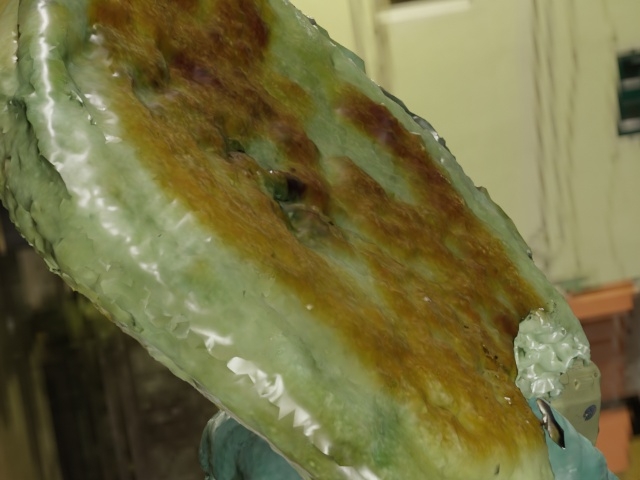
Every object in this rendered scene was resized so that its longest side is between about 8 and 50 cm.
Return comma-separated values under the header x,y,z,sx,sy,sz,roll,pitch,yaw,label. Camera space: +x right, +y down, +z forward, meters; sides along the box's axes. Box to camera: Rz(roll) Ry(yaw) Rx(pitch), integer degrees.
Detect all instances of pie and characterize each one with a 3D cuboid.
x,y,z,sx,sy,sz,roll,pitch,yaw,label
-0.006,-0.005,0.635,0.302,0.067,0.302,36,28,-23,pie

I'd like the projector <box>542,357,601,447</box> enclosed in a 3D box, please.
x,y,z,sx,sy,sz,roll,pitch,yaw,label
0.179,0.230,1.589,0.088,0.193,0.269,39,-56,41,projector

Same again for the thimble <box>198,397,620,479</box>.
x,y,z,sx,sy,sz,roll,pitch,yaw,label
0.054,0.133,0.855,0.198,0.143,0.235,37,-8,49,thimble
